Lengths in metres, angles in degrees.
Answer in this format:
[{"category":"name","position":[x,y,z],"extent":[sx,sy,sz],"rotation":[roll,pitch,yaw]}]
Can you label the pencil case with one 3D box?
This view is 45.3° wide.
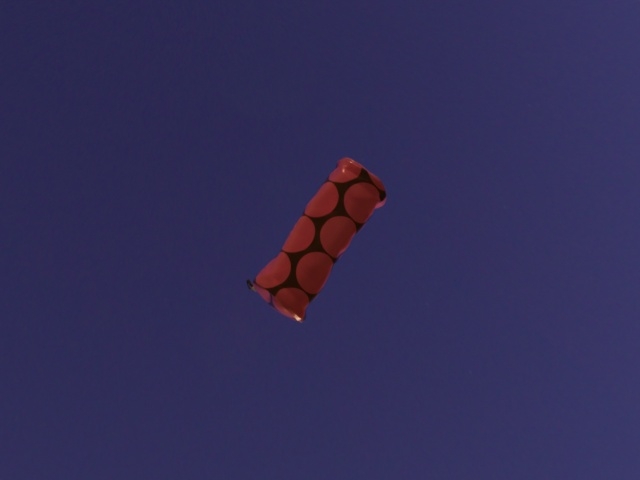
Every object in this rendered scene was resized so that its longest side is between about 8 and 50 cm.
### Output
[{"category":"pencil case","position":[0.000,0.000,0.978],"extent":[0.095,0.098,0.209],"rotation":[34,-99,21]}]
